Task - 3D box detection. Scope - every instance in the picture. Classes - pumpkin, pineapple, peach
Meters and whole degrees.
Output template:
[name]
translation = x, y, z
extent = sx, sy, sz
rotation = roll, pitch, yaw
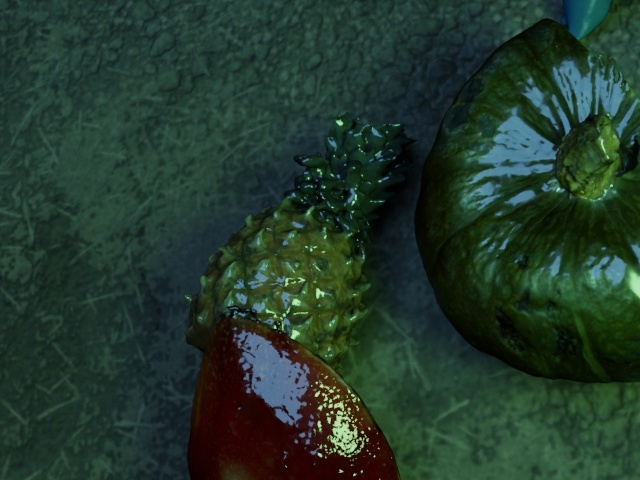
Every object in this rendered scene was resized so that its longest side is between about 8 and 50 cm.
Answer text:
[pumpkin]
translation = 0.194, -0.010, 1.215
extent = 0.232, 0.242, 0.325
rotation = -36, 56, -2
[pineapple]
translation = 0.000, 0.000, 1.351
extent = 0.158, 0.158, 0.279
rotation = 24, 78, 29
[peach]
translation = -0.034, 0.190, 1.254
extent = 0.189, 0.068, 0.279
rotation = -19, 103, 24

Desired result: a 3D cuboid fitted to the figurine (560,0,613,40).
[figurine]
translation = 0.316, -0.304, 1.294
extent = 0.416, 0.243, 0.298
rotation = 29, 95, 60
